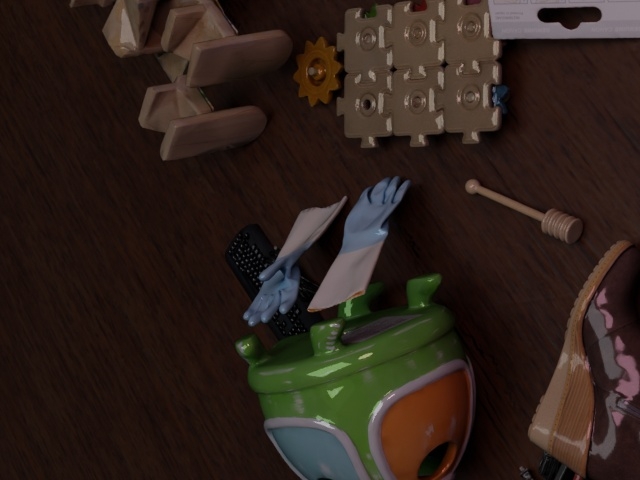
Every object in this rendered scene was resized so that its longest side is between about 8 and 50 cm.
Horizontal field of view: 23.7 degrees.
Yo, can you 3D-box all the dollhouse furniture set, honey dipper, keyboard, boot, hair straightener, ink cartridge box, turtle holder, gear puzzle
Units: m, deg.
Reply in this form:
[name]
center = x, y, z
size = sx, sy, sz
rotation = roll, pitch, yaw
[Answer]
[dollhouse furniture set]
center = -0.129, -0.376, 1.945
size = 0.362, 0.256, 0.394
rotation = 57, 144, 27
[honey dipper]
center = 0.222, -0.036, 1.705
size = 0.160, 0.030, 0.030
rotation = 26, 106, 41
[keyboard]
center = -0.063, 0.056, 1.949
size = 0.100, 0.038, 0.192
rotation = -53, 58, 27
[boot]
center = 0.348, 0.142, 1.568
size = 0.207, 0.090, 0.248
rotation = 20, 86, 21
[hair straightener]
center = 0.249, 0.260, 1.661
size = 0.089, 0.047, 0.230
rotation = 22, 103, 39
[ink cartridge box]
center = 0.259, -0.332, 1.607
size = 0.189, 0.066, 0.232
rotation = 4, 125, 28
[turtle holder]
center = 0.029, 0.187, 1.735
size = 0.320, 0.243, 0.227
rotation = -17, 95, 31
[gear puzzle]
center = 0.093, -0.197, 1.818
size = 0.339, 0.044, 0.175
rotation = 1, 91, 44

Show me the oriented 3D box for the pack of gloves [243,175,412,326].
[pack of gloves]
center = 0.000, 0.000, 1.788
size = 0.195, 0.232, 0.046
rotation = -22, 117, 36
